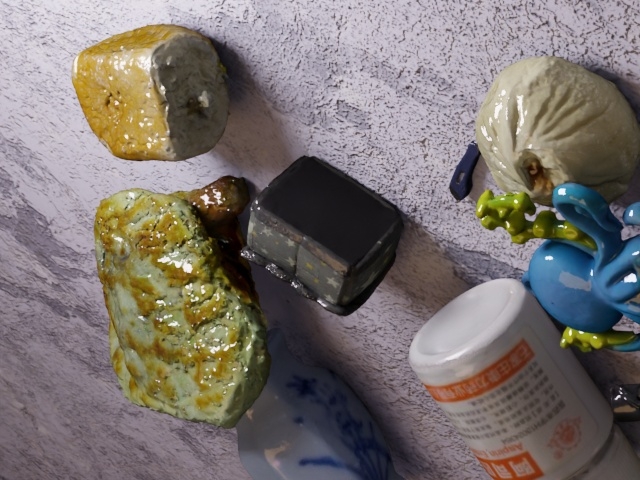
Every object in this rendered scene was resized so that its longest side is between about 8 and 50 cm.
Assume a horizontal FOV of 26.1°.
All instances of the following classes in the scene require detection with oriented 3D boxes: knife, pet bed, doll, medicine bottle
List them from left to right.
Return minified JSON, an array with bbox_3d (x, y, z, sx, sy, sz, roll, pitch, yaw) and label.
[{"bbox_3d":[0.000,0.000,2.115,0.211,0.183,0.159,31,139,13],"label":"pet bed"},{"bbox_3d":[0.206,-0.100,1.935,0.031,0.018,0.121,40,146,16],"label":"knife"},{"bbox_3d":[0.311,0.256,2.049,0.211,0.211,0.371,-15,116,52],"label":"medicine bottle"},{"bbox_3d":[0.371,0.034,1.734,0.346,0.099,0.341,45,147,-25],"label":"doll"}]

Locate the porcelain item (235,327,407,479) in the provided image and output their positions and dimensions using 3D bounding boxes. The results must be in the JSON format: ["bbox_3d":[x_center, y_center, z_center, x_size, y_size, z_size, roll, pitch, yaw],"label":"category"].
[{"bbox_3d":[-0.017,0.364,2.477,0.178,0.242,0.405,-33,102,31],"label":"porcelain item"}]

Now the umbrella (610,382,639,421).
[{"bbox_3d":[0.529,0.204,1.771,0.337,0.128,0.154,-6,158,23],"label":"umbrella"}]

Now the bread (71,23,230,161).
[{"bbox_3d":[-0.238,-0.226,2.111,0.246,0.176,0.195,7,120,46],"label":"bread"}]

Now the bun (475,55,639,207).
[{"bbox_3d":[0.288,-0.115,1.729,0.220,0.134,0.220,23,141,20],"label":"bun"}]

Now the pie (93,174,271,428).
[{"bbox_3d":[-0.252,0.113,2.356,0.395,0.180,0.418,-7,88,47],"label":"pie"}]
